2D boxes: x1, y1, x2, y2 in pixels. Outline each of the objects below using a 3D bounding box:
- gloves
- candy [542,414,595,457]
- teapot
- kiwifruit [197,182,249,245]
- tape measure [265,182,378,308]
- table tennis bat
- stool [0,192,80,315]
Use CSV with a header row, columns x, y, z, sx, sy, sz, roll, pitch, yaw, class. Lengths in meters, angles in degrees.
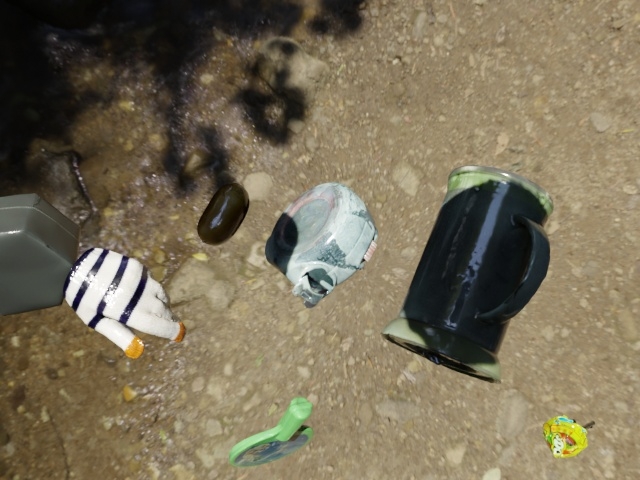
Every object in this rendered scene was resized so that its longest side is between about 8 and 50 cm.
x,y,z,sx,sy,sz,roll,pitch,yaw,class
-0.339,0.111,0.970,0.218,0.140,0.131,26,130,-2,gloves
0.530,0.393,1.112,0.073,0.262,0.077,-52,54,20,candy
0.259,0.039,0.861,0.200,0.270,0.337,26,78,-13,teapot
-0.173,-0.046,0.963,0.075,0.075,0.125,30,76,6,kiwifruit
0.000,0.000,1.271,0.275,0.256,0.147,-49,124,-5,tape measure
-0.074,0.353,0.966,0.160,0.257,0.039,0,49,-29,table tennis bat
-0.595,0.028,1.053,0.232,0.232,0.141,-24,43,3,stool
